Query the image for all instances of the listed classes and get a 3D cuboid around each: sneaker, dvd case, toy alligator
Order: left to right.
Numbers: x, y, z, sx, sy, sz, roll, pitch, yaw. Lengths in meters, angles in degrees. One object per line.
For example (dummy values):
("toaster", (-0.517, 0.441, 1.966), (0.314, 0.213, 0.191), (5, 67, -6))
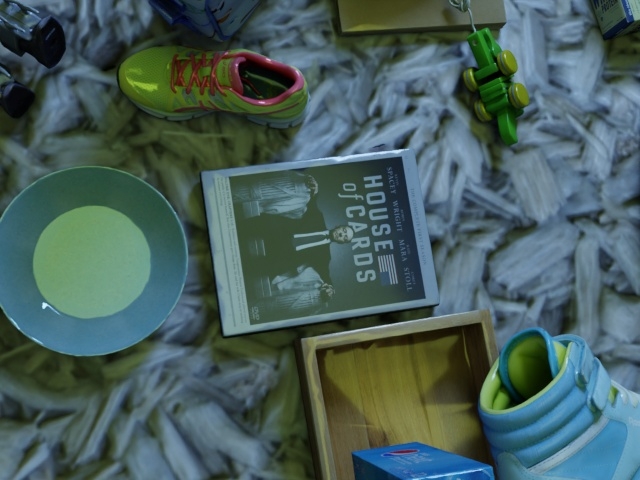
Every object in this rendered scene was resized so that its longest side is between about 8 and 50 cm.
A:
("sneaker", (-0.109, -0.172, 0.853), (0.209, 0.094, 0.081), (3, 83, -8))
("dvd case", (0.000, 0.000, 0.879), (0.239, 0.029, 0.179), (-8, 84, -10))
("toy alligator", (0.197, -0.201, 0.930), (0.051, 0.056, 0.189), (-16, 86, -52))
("sneaker", (0.290, 0.162, 0.817), (0.319, 0.127, 0.208), (-21, 92, -35))

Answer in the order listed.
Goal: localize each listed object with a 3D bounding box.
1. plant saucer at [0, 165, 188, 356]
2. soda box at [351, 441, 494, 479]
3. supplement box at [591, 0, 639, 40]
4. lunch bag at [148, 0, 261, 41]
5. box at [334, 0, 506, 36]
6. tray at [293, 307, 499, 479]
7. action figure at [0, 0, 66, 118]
("plant saucer", (-0.234, 0.021, 0.832), (0.195, 0.037, 0.194), (1, 82, -9))
("soda box", (0.083, 0.218, 0.693), (0.071, 0.210, 0.067), (-6, 83, -10))
("supplement box", (0.376, -0.296, 0.970), (0.083, 0.056, 0.083), (-15, 85, -11))
("lunch bag", (-0.083, -0.307, 0.762), (0.115, 0.303, 0.243), (34, 94, -4))
("box", (0.109, -0.322, 0.948), (0.201, 0.021, 0.164), (-6, 83, -11))
("tray", (0.106, 0.289, 0.832), (0.203, 0.076, 0.410), (-8, 82, -10))
("action figure", (-0.399, -0.248, 0.816), (0.285, 0.099, 0.185), (33, 87, 1))
